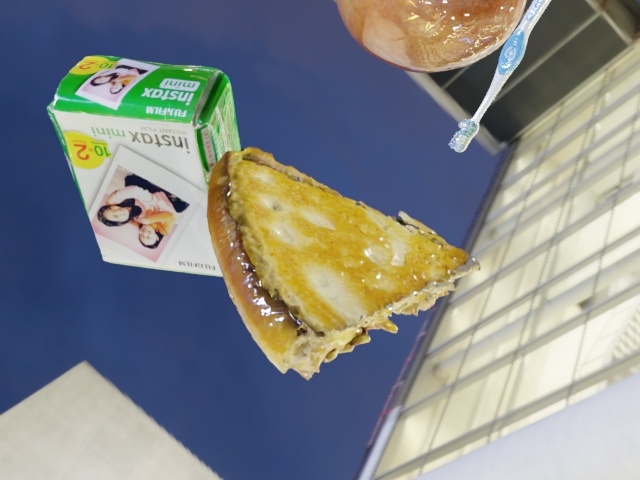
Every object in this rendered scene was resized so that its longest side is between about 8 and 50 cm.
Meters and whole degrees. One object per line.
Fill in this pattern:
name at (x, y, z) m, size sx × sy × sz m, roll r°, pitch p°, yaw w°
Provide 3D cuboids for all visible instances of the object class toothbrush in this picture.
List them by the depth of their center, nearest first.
toothbrush at (0.319, -0.313, 1.397) m, size 0.040 × 0.386 × 0.040 m, roll 28°, pitch -165°, yaw -8°

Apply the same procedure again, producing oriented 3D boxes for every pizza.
pizza at (0.000, 0.000, 0.844) m, size 0.288 × 0.074 × 0.251 m, roll -14°, pitch -124°, yaw -47°

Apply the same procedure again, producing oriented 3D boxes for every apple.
apple at (0.141, -0.336, 1.136) m, size 0.254 × 0.253 × 0.253 m, roll 23°, pitch -132°, yaw -28°

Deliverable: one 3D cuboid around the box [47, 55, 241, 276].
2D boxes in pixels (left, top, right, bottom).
box at (-0.179, -0.078, 0.948) m, size 0.180 × 0.250 × 0.103 m, roll 6°, pitch -132°, yaw 12°
